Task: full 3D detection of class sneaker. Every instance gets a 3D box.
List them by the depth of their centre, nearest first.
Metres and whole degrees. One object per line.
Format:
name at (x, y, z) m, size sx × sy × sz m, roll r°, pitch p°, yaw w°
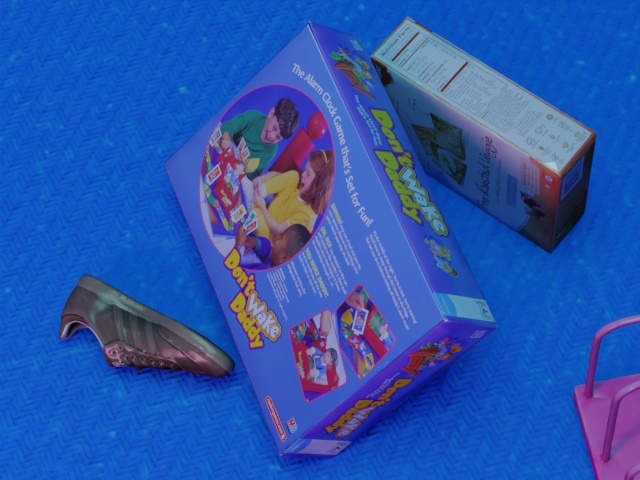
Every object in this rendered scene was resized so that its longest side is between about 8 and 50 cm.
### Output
sneaker at (-0.173, 0.103, 1.791) m, size 0.188 × 0.066 × 0.071 m, roll 27°, pitch 83°, yaw 22°

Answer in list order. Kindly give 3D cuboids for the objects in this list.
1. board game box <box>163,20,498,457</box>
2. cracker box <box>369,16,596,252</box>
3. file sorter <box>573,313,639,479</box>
board game box at (0.000, 0.000, 1.741) m, size 0.233 × 0.078 × 0.347 m, roll -41°, pitch 58°, yaw 31°
cracker box at (0.159, -0.105, 1.819) m, size 0.232 × 0.155 × 0.067 m, roll 35°, pitch 69°, yaw 20°
file sorter at (0.363, 0.213, 1.618) m, size 0.202 × 0.182 × 0.290 m, roll -11°, pitch 62°, yaw -2°
